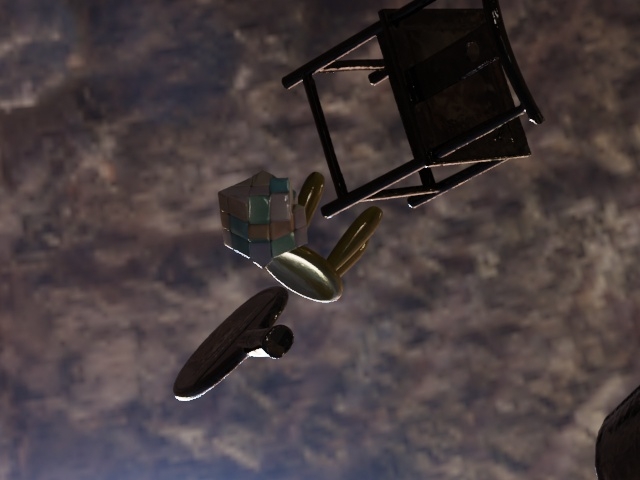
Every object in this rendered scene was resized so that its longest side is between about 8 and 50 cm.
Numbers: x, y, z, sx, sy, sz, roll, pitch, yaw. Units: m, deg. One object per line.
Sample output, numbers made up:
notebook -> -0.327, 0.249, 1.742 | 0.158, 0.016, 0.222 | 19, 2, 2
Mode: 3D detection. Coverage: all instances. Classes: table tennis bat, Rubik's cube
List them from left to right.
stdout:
table tennis bat -> -0.075, 0.099, 1.754 | 0.027, 0.150, 0.236 | 45, -16, -11
Rubik's cube -> -0.048, -0.023, 1.745 | 0.084, 0.073, 0.075 | -39, -50, -20

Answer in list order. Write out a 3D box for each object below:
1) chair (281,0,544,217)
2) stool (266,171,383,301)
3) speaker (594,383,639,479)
chair -> 0.107, -0.131, 1.571 | 0.141, 0.154, 0.260 | -8, -13, -44
stool -> 0.000, 0.000, 2.184 | 0.134, 0.110, 0.135 | 8, -34, 43
speaker -> 0.376, 0.273, 1.412 | 0.388, 0.184, 0.180 | 38, -34, 5
